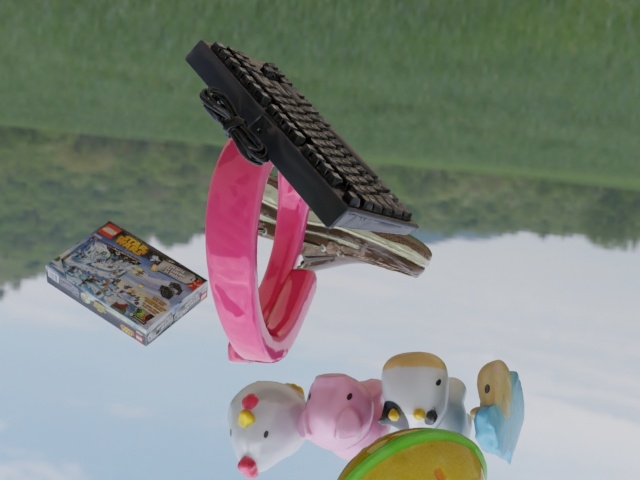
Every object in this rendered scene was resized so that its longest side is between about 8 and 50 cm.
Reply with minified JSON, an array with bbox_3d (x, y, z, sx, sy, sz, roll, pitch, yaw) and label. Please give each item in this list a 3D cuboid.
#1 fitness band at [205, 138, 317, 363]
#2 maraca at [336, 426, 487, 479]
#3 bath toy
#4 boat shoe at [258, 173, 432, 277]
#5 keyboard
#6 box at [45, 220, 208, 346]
[{"bbox_3d":[-0.045,-0.010,1.122,0.054,0.209,0.291,4,-155,10],"label":"fitness band"},{"bbox_3d":[0.052,0.217,0.930,0.127,0.185,0.099,28,-165,-30],"label":"maraca"},{"bbox_3d":[0.043,0.200,1.356,0.348,0.151,0.129,-8,-153,26],"label":"bath toy"},{"bbox_3d":[0.002,0.000,1.454,0.257,0.095,0.095,24,-172,13],"label":"boat shoe"},{"bbox_3d":[-0.020,-0.068,0.757,0.108,0.023,0.180,5,-146,-44],"label":"keyboard"},{"bbox_3d":[-0.195,0.041,1.239,0.137,0.027,0.094,30,-133,23],"label":"box"}]
